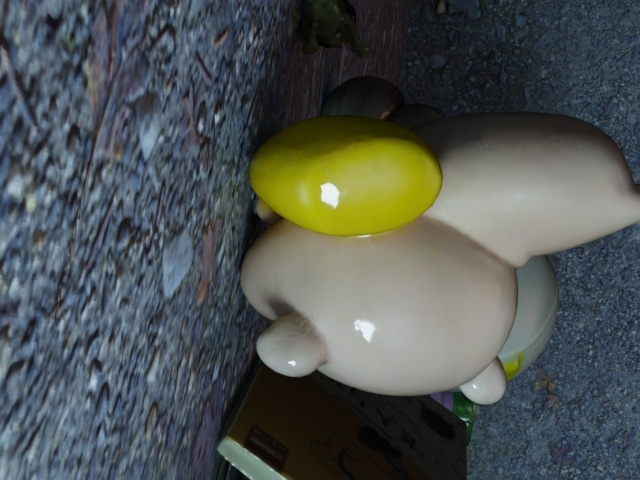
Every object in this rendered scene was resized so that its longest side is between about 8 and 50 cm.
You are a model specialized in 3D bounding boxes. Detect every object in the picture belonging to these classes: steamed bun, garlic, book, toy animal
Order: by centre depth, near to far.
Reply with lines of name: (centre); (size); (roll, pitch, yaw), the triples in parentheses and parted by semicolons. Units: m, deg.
toy animal: (0.084, 0.017, 0.871); (0.278, 0.345, 0.246); (2, -85, 63)
toy animal: (0.008, -0.220, 0.976); (0.220, 0.069, 0.086); (83, -6, -86)
book: (0.044, 0.197, 1.024); (0.032, 0.269, 0.389); (-51, -175, 17)
garlic: (0.105, -0.105, 1.282); (0.214, 0.160, 0.191); (61, 37, -39)
steamed bun: (0.204, 0.091, 1.677); (0.334, 0.374, 0.333); (-31, 126, -57)

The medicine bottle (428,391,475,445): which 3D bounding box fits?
medicine bottle: (0.143, 0.304, 1.846); (0.133, 0.274, 0.133); (8, 90, -85)
